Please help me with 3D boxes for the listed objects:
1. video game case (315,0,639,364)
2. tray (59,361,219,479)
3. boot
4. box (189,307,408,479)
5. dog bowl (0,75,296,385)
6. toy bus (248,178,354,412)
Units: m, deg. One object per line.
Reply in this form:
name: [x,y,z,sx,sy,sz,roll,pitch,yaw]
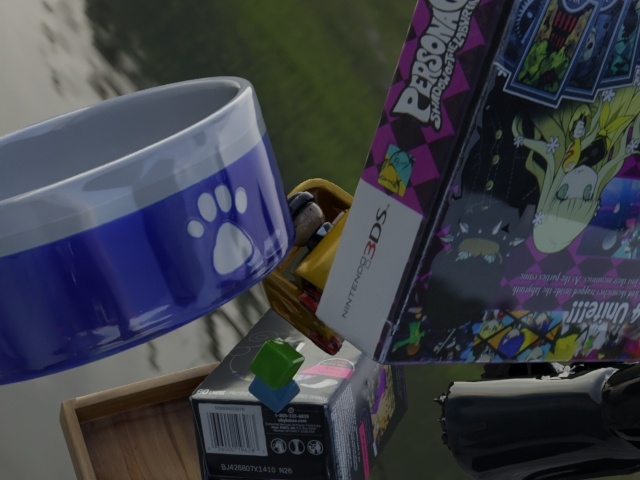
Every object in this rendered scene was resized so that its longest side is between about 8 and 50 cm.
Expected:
video game case: [0.124,-0.058,0.524,0.232,0.210,0.042,3,22,-41]
tray: [-0.156,0.364,1.831,0.076,0.203,0.411,113,-40,-60]
boot: [0.214,0.110,0.992,0.246,0.207,0.094,13,70,-53]
box: [-0.017,0.184,1.742,0.270,0.165,0.143,-48,135,-62]
dog bowl: [-0.153,-0.010,0.966,0.265,0.265,0.104,-85,158,-74]
toy bus: [-0.003,0.008,1.169,0.104,0.202,0.191,37,31,15]
